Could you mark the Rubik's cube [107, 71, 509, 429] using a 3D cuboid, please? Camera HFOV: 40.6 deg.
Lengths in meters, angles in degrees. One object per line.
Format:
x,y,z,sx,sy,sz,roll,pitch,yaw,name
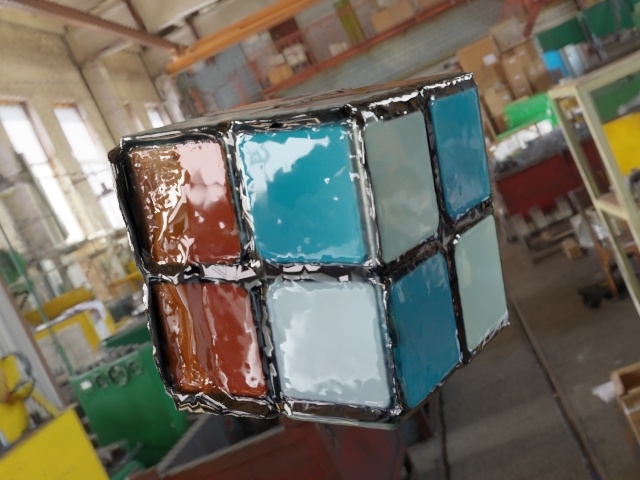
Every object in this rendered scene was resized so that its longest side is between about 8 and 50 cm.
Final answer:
0.001,0.000,0.548,0.180,0.183,0.167,-5,14,33,Rubik's cube
